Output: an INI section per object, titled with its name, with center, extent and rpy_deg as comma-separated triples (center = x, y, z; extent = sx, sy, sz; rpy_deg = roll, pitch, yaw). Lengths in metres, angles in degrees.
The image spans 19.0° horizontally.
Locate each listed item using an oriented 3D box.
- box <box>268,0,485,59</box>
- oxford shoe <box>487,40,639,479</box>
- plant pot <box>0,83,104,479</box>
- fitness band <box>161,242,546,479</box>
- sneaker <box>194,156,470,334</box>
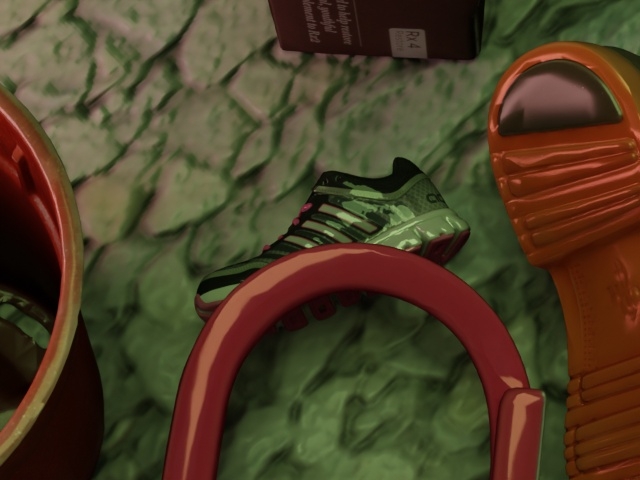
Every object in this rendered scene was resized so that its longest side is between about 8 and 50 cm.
[box]
center = 0.046, -0.324, 1.201
extent = 0.143, 0.191, 0.381
rpy_deg = 2, 69, 6
[oxford shoe]
center = 0.208, 0.061, 1.077
extent = 0.130, 0.132, 0.364
rpy_deg = -15, 87, 36
[plant pot]
center = -0.236, 0.066, 1.033
extent = 0.272, 0.265, 0.272
rpy_deg = -2, 69, 4
[fitness band]
center = 0.015, 0.146, 1.072
extent = 0.209, 0.054, 0.291
rpy_deg = 8, 85, 4
[sneaker]
center = 0.000, 0.000, 1.150
extent = 0.170, 0.063, 0.075
rpy_deg = -21, 65, -5
